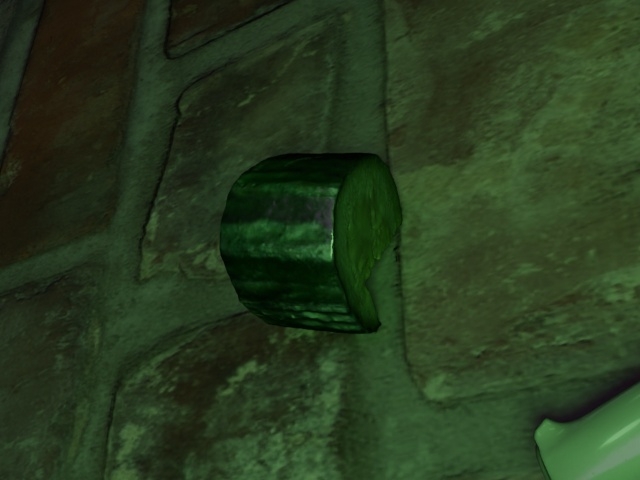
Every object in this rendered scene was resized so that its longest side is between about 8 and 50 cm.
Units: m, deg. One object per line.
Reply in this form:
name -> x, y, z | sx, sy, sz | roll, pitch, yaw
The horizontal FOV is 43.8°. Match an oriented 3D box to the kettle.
kettle -> 0.249, 0.162, 0.581 | 0.148, 0.127, 0.098 | -36, 15, 16

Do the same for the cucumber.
cucumber -> -0.002, -0.009, 0.810 | 0.130, 0.191, 0.191 | 4, 65, 29
